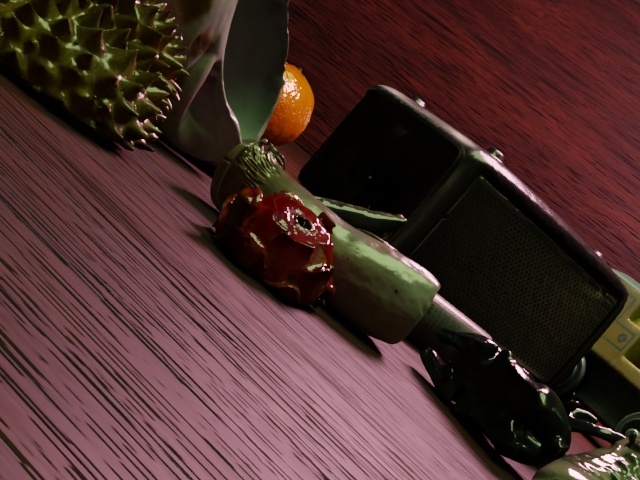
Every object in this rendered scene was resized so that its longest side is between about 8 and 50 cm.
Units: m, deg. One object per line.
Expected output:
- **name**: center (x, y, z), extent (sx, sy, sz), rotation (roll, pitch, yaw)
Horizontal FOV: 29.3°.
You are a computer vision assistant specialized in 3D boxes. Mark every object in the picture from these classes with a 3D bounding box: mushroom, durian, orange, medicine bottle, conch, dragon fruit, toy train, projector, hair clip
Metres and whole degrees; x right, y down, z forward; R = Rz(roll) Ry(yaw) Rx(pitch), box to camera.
- **mushroom**: center (-0.002, 0.000, 1.068), extent (0.223, 0.081, 0.092), rotation (38, 23, 5)
- **durian**: center (-0.198, -0.181, 0.979), extent (0.249, 0.138, 0.183), rotation (46, -3, 5)
- **orange**: center (-0.101, -0.266, 2.271), extent (0.193, 0.161, 0.193), rotation (34, 4, -3)
- **medicine bottle**: center (0.094, 0.069, 1.289), extent (0.199, 0.057, 0.057), rotation (37, 6, -20)
- **conch**: center (-0.147, -0.254, 1.175), extent (0.197, 0.368, 0.249), rotation (29, 39, 30)
- **dragon fruit**: center (-0.026, 0.000, 0.955), extent (0.112, 0.068, 0.126), rotation (44, 8, 38)
- **toy train**: center (0.495, 0.221, 1.858), extent (0.150, 0.237, 0.369), rotation (39, 5, -36)
- **projector**: center (0.222, -0.012, 1.901), extent (0.405, 0.242, 0.395), rotation (38, 4, -29)
- **hair clip**: center (-0.060, -0.064, 1.369), extent (0.359, 0.095, 0.110), rotation (29, 43, -20)

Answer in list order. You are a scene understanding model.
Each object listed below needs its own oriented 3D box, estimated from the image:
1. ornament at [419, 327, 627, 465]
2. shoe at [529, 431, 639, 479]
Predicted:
- **ornament**: center (0.217, 0.176, 1.094), extent (0.236, 0.080, 0.202), rotation (37, 2, -27)
- **shoe**: center (0.223, 0.194, 0.894), extent (0.103, 0.098, 0.275), rotation (38, 5, 26)
